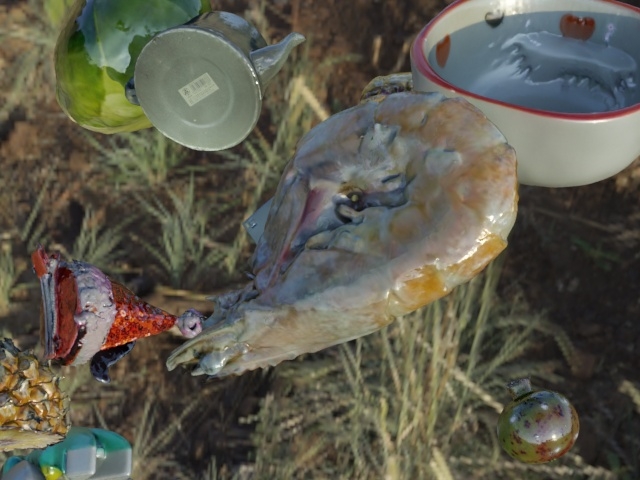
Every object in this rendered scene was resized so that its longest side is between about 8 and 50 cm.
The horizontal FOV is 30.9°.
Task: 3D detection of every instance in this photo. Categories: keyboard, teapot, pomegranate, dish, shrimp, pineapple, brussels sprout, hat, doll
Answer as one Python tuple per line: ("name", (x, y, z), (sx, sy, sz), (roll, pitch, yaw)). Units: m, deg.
("keyboard", (-0.044, -0.063, 1.837), (0.176, 0.014, 0.055), (-41, 61, 8))
("teapot", (-0.138, -0.215, 1.442), (0.239, 0.162, 0.149), (-11, 29, 25))
("pomegranate", (0.330, 0.278, 1.763), (0.130, 0.130, 0.130), (5, 43, -4))
("dish", (0.210, -0.135, 1.092), (0.256, 0.117, 0.256), (0, 38, 0))
("shrimp", (0.000, 0.000, 0.861), (0.316, 0.062, 0.164), (-31, 65, 18))
("pineapple", (-0.364, 0.160, 1.280), (0.176, 0.161, 0.137), (-14, 71, 18))
("brussels sprout", (-0.270, -0.260, 1.629), (0.210, 0.271, 0.219), (16, 50, -30))
("hat", (-0.245, 0.088, 1.432), (0.227, 0.129, 0.140), (7, 47, -38))
("doll", (-0.333, 0.332, 1.556), (0.194, 0.258, 0.153), (-1, 74, -15))

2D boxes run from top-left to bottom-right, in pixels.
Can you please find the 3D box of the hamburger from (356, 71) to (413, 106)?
("hamburger", (0.158, -0.163, 1.879), (0.244, 0.244, 0.163), (22, 42, 14))
